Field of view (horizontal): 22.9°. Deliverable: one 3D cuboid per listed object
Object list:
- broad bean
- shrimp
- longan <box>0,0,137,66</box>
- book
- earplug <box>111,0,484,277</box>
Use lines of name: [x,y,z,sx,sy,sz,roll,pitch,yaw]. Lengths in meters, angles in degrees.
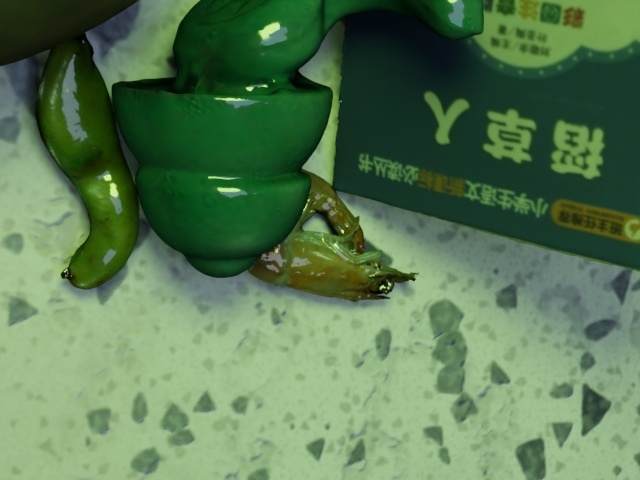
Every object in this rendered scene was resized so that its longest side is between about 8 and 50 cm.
broad bean: [-0.179,-0.069,1.206,0.070,0.048,0.214,-10,101,-22]
shrimp: [0.000,0.000,1.296,0.180,0.041,0.099,21,72,-21]
longan: [-0.234,-0.250,1.038,0.350,0.288,0.288,-16,101,-1]
book: [0.160,-0.207,1.170,0.039,0.300,0.428,-27,127,-56]
earplug: [-0.027,-0.104,1.184,0.257,0.164,0.280,9,102,-4]
